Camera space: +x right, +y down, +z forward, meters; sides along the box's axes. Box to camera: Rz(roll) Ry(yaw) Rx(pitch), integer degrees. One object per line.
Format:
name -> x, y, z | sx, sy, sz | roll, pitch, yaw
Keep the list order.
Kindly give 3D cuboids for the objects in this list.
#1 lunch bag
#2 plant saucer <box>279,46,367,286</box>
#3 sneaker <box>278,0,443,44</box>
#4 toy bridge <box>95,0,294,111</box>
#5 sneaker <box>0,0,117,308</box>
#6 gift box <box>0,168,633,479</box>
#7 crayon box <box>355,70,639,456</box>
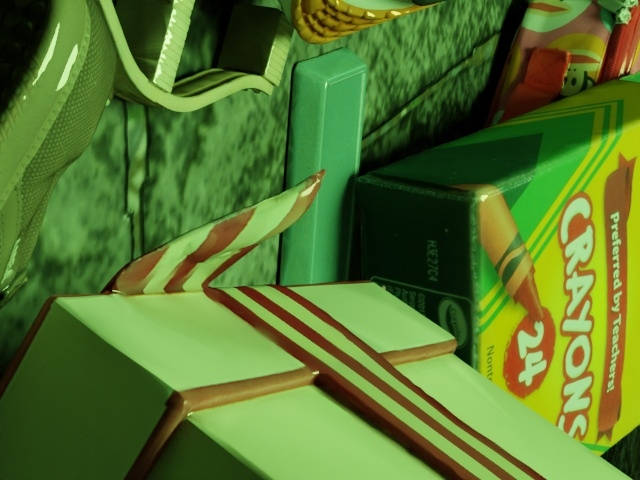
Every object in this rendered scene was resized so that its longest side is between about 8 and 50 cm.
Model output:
lunch bag -> 0.178, -0.034, 1.003 | 0.258, 0.120, 0.293 | 32, 73, -63
plant saucer -> 0.000, 0.000, 0.690 | 0.067, 0.018, 0.192 | -33, 131, -62
sneaker -> -0.015, -0.156, 0.462 | 0.262, 0.099, 0.121 | 32, 38, -77
toy bridge -> -0.060, -0.082, 0.479 | 0.188, 0.026, 0.063 | 27, 77, -68
sneaker -> -0.105, 0.019, 0.325 | 0.188, 0.066, 0.071 | -57, 161, -7
gift box -> 0.006, 0.139, 0.423 | 0.276, 0.258, 0.255 | -59, 161, 7
crayon box -> 0.154, 0.020, 0.812 | 0.318, 0.081, 0.202 | -24, 118, -45
